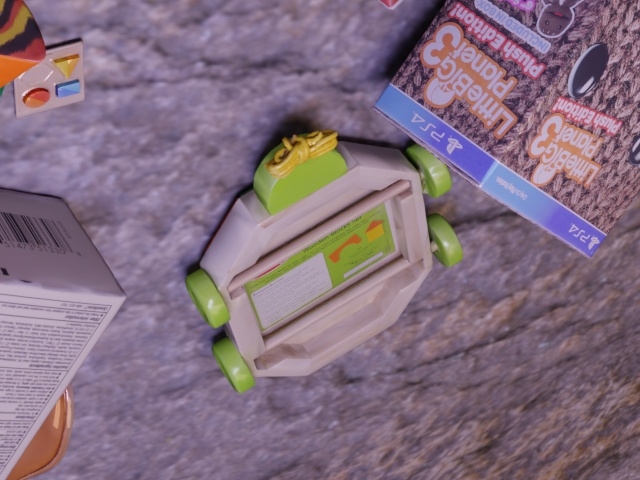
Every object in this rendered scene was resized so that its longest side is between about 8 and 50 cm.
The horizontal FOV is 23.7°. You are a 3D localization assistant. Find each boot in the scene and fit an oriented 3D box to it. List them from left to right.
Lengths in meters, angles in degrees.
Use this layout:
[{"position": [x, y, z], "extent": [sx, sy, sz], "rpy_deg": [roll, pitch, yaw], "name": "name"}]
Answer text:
[{"position": [-0.315, 0.186, 1.363], "extent": [0.152, 0.073, 0.197], "rpy_deg": [5, 125, -41], "name": "boot"}]

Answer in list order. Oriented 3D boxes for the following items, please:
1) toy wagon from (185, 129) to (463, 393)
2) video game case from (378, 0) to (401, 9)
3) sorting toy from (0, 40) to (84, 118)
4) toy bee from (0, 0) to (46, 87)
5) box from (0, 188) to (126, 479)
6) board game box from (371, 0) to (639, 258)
[{"position": [0.000, 0.000, 1.436], "extent": [0.267, 0.068, 0.344], "rpy_deg": [-31, 144, -11], "name": "toy wagon"}, {"position": [0.104, -0.307, 1.115], "extent": [0.204, 0.025, 0.285], "rpy_deg": [-46, 162, -9], "name": "video game case"}, {"position": [-0.216, -0.117, 1.153], "extent": [0.083, 0.012, 0.062], "rpy_deg": [-19, 142, -26], "name": "sorting toy"}, {"position": [-0.289, -0.165, 0.928], "extent": [0.195, 0.162, 0.298], "rpy_deg": [-24, 178, 6], "name": "toy bee"}, {"position": [-0.288, 0.082, 1.216], "extent": [0.148, 0.127, 0.232], "rpy_deg": [10, 124, -48], "name": "box"}, {"position": [0.229, -0.164, 1.349], "extent": [0.291, 0.141, 0.232], "rpy_deg": [-55, 143, 8], "name": "board game box"}]
